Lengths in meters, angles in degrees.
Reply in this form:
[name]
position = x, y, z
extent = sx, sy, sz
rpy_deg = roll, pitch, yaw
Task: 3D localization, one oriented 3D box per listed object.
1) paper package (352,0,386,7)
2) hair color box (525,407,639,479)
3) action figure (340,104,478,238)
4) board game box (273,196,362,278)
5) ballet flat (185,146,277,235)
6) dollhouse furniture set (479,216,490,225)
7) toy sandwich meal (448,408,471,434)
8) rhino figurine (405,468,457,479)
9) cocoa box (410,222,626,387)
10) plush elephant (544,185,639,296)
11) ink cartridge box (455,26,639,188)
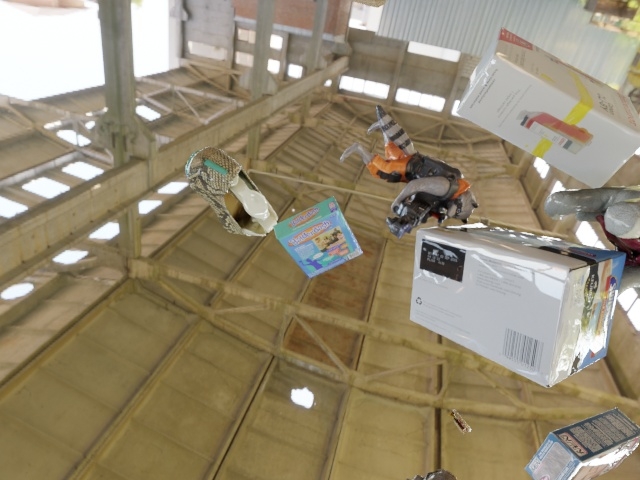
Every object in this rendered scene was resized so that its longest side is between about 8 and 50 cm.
[paper package]
position = -0.012, -0.531, 0.729
extent = 0.325, 0.168, 0.309
rpy_deg = 17, -145, 2
[hair color box]
position = 0.798, 0.632, 1.307
extent = 0.347, 0.174, 0.105
rpy_deg = -1, -150, -29
[action figure]
position = 0.216, -0.146, 1.009
extent = 0.330, 0.178, 0.341
rpy_deg = 34, -149, 4
[board game box]
position = 0.000, 0.000, 1.074
extent = 0.160, 0.210, 0.047
rpy_deg = -25, -126, 5
[ballet flat]
position = -0.220, -0.100, 1.263
extent = 0.182, 0.164, 0.483
rpy_deg = 28, 169, 15
[dollhouse furniture set]
position = 0.539, -0.037, 1.461
extent = 0.091, 0.081, 0.114
rpy_deg = 0, -113, 6
[toy sandwich meal]
position = 0.408, 0.534, 1.279
extent = 0.029, 0.085, 0.085
rpy_deg = -40, -138, 1
[rhino figurine]
position = 0.278, 0.593, 0.888
extent = 0.073, 0.106, 0.243
rpy_deg = 21, -142, -57
[cocoa box]
position = 0.400, 0.105, 0.932
extent = 0.228, 0.231, 0.347
rpy_deg = -6, -164, -34
[plush elephant]
position = 0.661, 0.019, 0.888
extent = 0.330, 0.255, 0.272
rpy_deg = -9, -167, -7
[ink cartridge box]
position = 0.562, -0.336, 1.079
extent = 0.385, 0.160, 0.279
rpy_deg = 30, -137, 2
